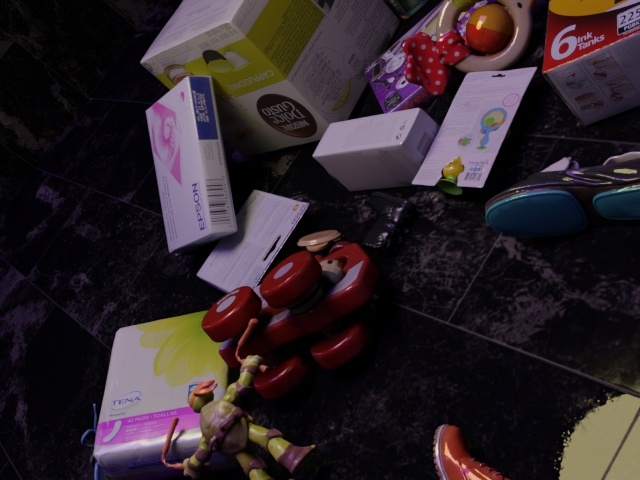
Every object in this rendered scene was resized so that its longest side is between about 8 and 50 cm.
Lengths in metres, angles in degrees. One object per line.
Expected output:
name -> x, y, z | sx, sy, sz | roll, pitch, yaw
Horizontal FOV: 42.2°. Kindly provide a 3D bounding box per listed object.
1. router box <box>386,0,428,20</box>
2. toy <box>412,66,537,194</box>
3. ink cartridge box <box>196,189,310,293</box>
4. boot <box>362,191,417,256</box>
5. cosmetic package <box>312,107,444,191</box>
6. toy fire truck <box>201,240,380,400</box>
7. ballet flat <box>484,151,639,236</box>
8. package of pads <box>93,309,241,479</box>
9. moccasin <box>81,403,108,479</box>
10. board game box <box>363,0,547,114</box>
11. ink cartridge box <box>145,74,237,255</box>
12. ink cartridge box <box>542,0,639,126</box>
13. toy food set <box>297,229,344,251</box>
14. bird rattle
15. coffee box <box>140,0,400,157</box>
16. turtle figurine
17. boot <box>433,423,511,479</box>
router box -> 0.175, -0.539, 1.756 | 0.092, 0.122, 0.038 | -38, 39, 21
toy -> 0.256, -0.171, 1.339 | 0.137, 0.056, 0.237 | 7, 58, 45
ink cartridge box -> -0.123, 0.012, 1.633 | 0.223, 0.045, 0.224 | -57, 33, -10
boot -> 0.102, -0.027, 1.402 | 0.121, 0.045, 0.099 | 19, 75, 55
cosmetic package -> 0.109, -0.155, 1.455 | 0.231, 0.117, 0.085 | 2, 58, 50
toy fire truck -> -0.034, 0.095, 1.354 | 0.302, 0.169, 0.254 | -30, 19, 27
ballet flat -> 0.357, -0.064, 1.093 | 0.280, 0.095, 0.096 | -5, 43, 36
package of pads -> -0.254, 0.262, 1.415 | 0.229, 0.101, 0.296 | -11, 41, 8
moccasin -> -0.363, 0.381, 1.471 | 0.117, 0.138, 0.342 | -41, 32, 28
board game box -> 0.245, -0.383, 1.587 | 0.347, 0.056, 0.208 | -40, 38, 16
ink cartridge box -> -0.296, -0.143, 1.765 | 0.330, 0.071, 0.324 | -19, 80, 56
ink cartridge box -> 0.487, -0.344, 1.170 | 0.309, 0.130, 0.271 | -20, 42, 39
toy food set -> 0.000, 0.000, 1.482 | 0.083, 0.020, 0.083 | -20, 12, -33
bird rattle -> 0.257, -0.365, 1.429 | 0.207, 0.143, 0.253 | 19, 93, 14
coffee box -> -0.101, -0.424, 1.773 | 0.338, 0.334, 0.338 | -5, 51, 49
turtle figurine -> -0.115, 0.267, 1.206 | 0.217, 0.087, 0.269 | 35, 97, 18
boot -> 0.185, 0.280, 0.979 | 0.085, 0.059, 0.158 | -31, 45, 22
